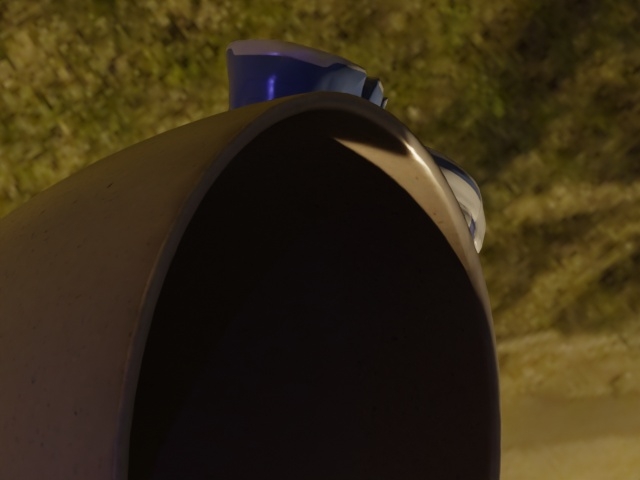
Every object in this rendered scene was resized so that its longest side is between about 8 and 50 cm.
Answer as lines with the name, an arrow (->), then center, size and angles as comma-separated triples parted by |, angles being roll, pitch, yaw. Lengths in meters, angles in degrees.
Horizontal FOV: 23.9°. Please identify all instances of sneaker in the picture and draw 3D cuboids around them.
sneaker -> 0.000, 0.000, 1.046 | 0.315, 0.127, 0.182 | 35, 70, -61

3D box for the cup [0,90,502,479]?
cup -> -0.085, 0.100, 0.745 | 0.237, 0.331, 0.331 | -1, 175, 32
